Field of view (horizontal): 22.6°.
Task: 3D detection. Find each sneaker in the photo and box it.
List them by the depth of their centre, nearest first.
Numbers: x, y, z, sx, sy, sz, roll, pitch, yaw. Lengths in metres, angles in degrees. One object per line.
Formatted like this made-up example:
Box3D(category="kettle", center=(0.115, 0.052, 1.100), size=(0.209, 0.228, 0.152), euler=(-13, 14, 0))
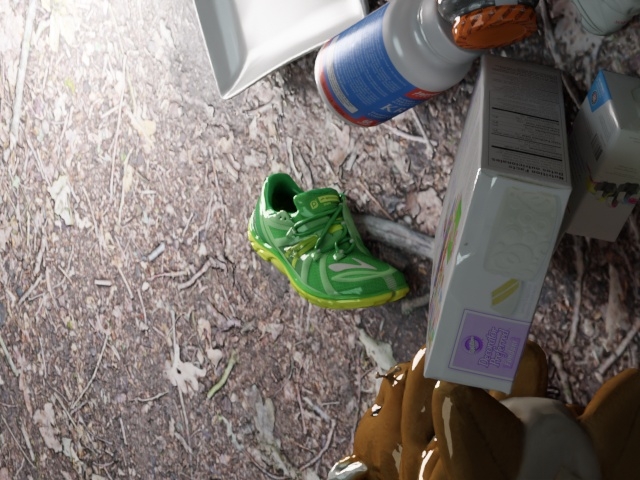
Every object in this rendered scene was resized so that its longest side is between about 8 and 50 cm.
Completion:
Box3D(category="sneaker", center=(0.257, -0.313, 1.682), size=(0.115, 0.090, 0.232), euler=(-49, 60, 50))
Box3D(category="sneaker", center=(0.000, 0.000, 2.074), size=(0.295, 0.109, 0.123), euler=(33, 128, 43))

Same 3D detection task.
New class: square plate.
Box3D(category="square plate", center=(-0.070, -0.396, 2.110), size=(0.347, 0.049, 0.344), euler=(-21, 83, 52))

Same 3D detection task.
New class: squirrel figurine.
Box3D(category="squirrel figurine", center=(0.166, 0.306, 1.822), size=(0.370, 0.281, 0.397), euler=(-1, 96, 59))

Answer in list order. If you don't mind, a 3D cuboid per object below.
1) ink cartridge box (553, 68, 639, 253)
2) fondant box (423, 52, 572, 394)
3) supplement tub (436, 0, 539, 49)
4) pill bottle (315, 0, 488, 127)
Box3D(category="ink cartridge box", center=(0.294, -0.074, 1.681), size=(0.104, 0.062, 0.181), euler=(-95, 21, -48))
Box3D(category="fondant box", center=(0.184, -0.027, 1.680), size=(0.330, 0.096, 0.238), euler=(-75, -2, -63))
Box3D(category="supplement tub", center=(0.176, -0.312, 1.740), size=(0.117, 0.117, 0.190), euler=(-26, 69, 52))
Box3D(category="pill bottle", center=(0.101, -0.221, 1.874), size=(0.221, 0.124, 0.124), euler=(-24, 80, 53))
